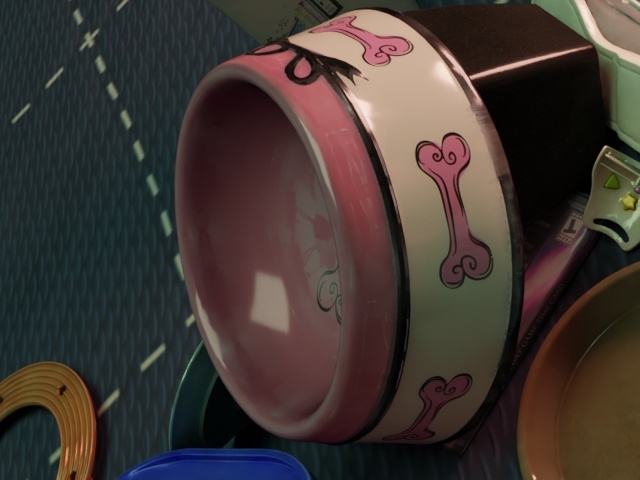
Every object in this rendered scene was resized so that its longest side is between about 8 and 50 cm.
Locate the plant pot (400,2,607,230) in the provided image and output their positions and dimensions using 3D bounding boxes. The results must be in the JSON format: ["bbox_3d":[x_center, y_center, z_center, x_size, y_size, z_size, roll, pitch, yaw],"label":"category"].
[{"bbox_3d":[0.167,-0.127,1.187,0.167,0.188,0.187,-22,34,-9],"label":"plant pot"}]

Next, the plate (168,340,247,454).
[{"bbox_3d":[-0.099,0.157,1.306,0.024,0.188,0.188,19,77,21],"label":"plate"}]

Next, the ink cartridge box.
[{"bbox_3d":[-0.024,-0.333,1.500,0.168,0.233,0.171,-36,43,20],"label":"ink cartridge box"}]

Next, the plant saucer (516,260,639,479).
[{"bbox_3d":[0.287,0.140,1.016,0.278,0.041,0.278,-25,49,32],"label":"plant saucer"}]

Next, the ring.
[{"bbox_3d":[-0.397,0.318,1.603,0.336,0.032,0.336,-25,48,32],"label":"ring"}]

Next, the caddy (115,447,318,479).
[{"bbox_3d":[-0.094,0.337,1.170,0.341,0.179,0.241,-8,38,41],"label":"caddy"}]

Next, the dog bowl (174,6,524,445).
[{"bbox_3d":[0.000,0.000,1.123,0.408,0.150,0.408,29,124,54],"label":"dog bowl"}]

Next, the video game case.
[{"bbox_3d":[0.145,0.052,1.232,0.274,0.026,0.196,-57,39,-2],"label":"video game case"}]

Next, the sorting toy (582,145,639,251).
[{"bbox_3d":[0.279,-0.033,1.133,0.083,0.045,0.075,35,104,20],"label":"sorting toy"}]

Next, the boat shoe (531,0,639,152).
[{"bbox_3d":[0.299,-0.174,1.196,0.099,0.116,0.319,-11,33,-13],"label":"boat shoe"}]
